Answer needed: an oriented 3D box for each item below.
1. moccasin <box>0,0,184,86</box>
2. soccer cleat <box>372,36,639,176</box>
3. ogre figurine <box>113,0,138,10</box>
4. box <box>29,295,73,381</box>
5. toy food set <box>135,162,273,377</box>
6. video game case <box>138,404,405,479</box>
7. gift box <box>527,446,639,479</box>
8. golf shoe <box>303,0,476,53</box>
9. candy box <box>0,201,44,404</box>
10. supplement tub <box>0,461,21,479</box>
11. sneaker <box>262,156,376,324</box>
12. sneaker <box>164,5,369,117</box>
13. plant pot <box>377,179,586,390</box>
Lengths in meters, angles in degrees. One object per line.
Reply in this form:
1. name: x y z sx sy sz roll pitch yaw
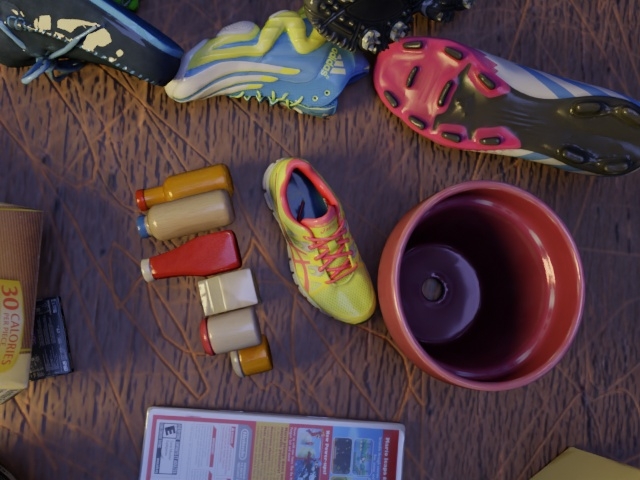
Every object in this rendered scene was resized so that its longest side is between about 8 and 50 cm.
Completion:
1. moccasin: -0.303 -0.232 0.748 0.342 0.137 0.117 29 96 11
2. soccer cleat: 0.224 -0.152 0.843 0.331 0.143 0.116 21 107 14
3. ogre figurine: -0.251 -0.364 0.784 0.197 0.097 0.118 44 95 13
4. box: -0.301 0.105 0.749 0.067 0.018 0.083 -12 85 -12
5. toy food set: -0.128 0.036 0.747 0.104 0.111 0.232 -13 86 0
6. video game case: -0.054 0.291 0.768 0.285 0.025 0.204 6 81 -9
7. gift box: 0.311 0.385 0.705 0.255 0.258 0.276 -38 90 -12
8. golf shoe: 0.066 -0.286 0.795 0.120 0.105 0.273 37 44 29
9. candy box: -0.418 0.037 0.617 0.316 0.087 0.183 12 63 -34
10. supplement tub: -0.341 0.276 0.557 0.207 0.338 0.207 1 83 -10
11. sneaker: 0.000 0.000 0.779 0.081 0.094 0.208 -30 90 -14
12. sneaker: -0.046 -0.184 0.796 0.240 0.091 0.126 -29 89 -13
13. plant pot: 0.146 0.052 0.755 0.201 0.180 0.201 1 82 -10
